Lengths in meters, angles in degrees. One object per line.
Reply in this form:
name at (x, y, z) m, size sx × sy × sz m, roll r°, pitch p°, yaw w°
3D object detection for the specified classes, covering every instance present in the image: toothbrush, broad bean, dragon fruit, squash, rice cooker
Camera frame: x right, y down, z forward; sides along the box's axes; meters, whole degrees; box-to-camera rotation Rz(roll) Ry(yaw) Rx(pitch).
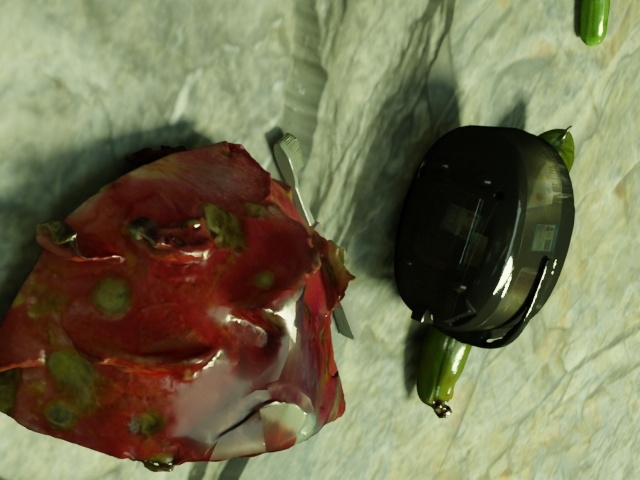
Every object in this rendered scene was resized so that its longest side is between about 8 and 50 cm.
toothbrush at (-0.001, 0.002, 0.975) m, size 0.017 × 0.014 × 0.194 m, roll -47°, pitch 139°, yaw -29°
broad bean at (0.136, 0.020, 1.135) m, size 0.053 × 0.052 × 0.256 m, roll 27°, pitch 87°, yaw -18°
dragon fruit at (-0.059, 0.032, 0.817) m, size 0.274 × 0.126 × 0.161 m, roll -8°, pitch 113°, yaw -52°
squash at (0.226, -0.202, 1.166) m, size 0.027 × 0.027 × 0.089 m, roll -32°, pitch 129°, yaw -41°
rice cooker at (0.119, -0.004, 1.047) m, size 0.106 × 0.112 × 0.165 m, roll 12°, pitch 97°, yaw -49°
